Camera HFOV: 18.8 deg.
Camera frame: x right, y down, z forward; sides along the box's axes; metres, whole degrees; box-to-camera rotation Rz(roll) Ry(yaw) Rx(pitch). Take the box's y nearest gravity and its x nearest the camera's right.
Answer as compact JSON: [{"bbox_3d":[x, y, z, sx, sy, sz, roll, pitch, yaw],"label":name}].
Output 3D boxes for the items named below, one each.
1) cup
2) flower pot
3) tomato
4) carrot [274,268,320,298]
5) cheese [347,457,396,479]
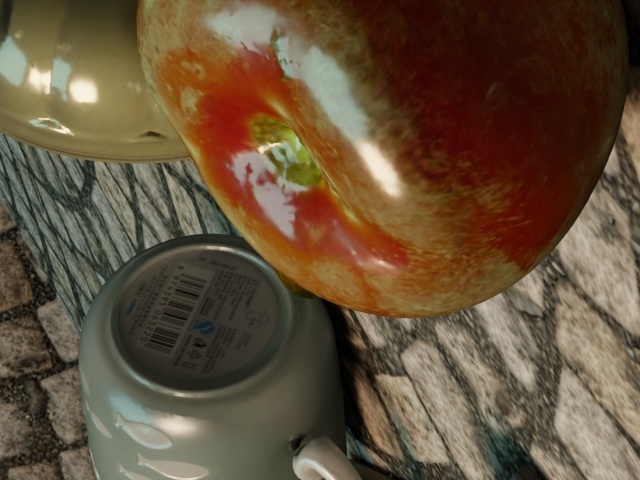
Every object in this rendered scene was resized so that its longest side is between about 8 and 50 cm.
[{"bbox_3d":[-0.071,0.180,1.873,0.357,0.259,0.274,38,153,28],"label":"cup"},{"bbox_3d":[-0.128,-0.229,1.309,0.307,0.307,0.244,51,146,37],"label":"flower pot"},{"bbox_3d":[0.043,-0.103,1.029,0.270,0.222,0.270,33,151,22],"label":"tomato"},{"bbox_3d":[0.000,0.000,1.633,0.082,0.082,0.173,61,172,8],"label":"carrot"},{"bbox_3d":[0.093,0.277,1.892,0.085,0.034,0.400,61,166,-10],"label":"cheese"}]
